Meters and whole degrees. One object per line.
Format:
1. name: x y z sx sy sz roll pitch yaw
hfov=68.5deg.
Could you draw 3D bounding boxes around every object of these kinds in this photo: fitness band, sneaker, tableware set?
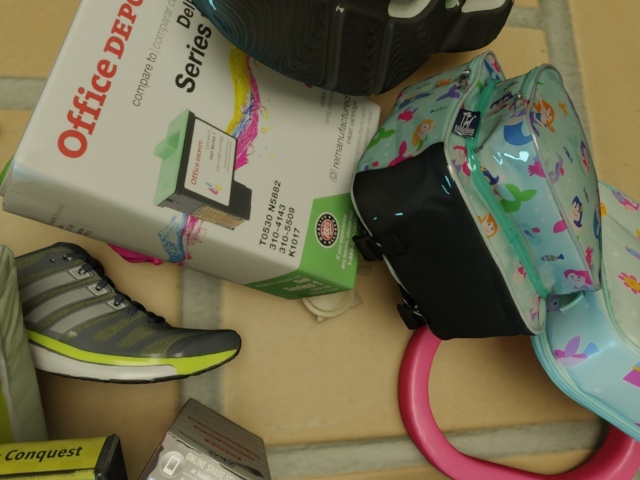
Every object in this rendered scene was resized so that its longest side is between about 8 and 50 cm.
1. fitness band: 0.232 0.182 0.534 0.290 0.054 0.209 16 77 -6
2. sneaker: 0.003 -0.272 0.473 0.257 0.169 0.447 31 37 29
3. tableware set: 0.000 0.000 0.542 0.169 0.020 0.141 46 70 4
4. sneaker: -0.222 0.067 0.447 0.299 0.111 0.121 11 73 -10

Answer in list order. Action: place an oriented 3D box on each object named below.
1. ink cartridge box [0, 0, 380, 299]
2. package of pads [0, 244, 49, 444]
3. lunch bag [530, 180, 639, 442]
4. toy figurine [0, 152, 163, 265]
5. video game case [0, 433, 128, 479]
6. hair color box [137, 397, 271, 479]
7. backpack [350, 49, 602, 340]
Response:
1. ink cartridge box: -0.094 -0.082 0.421 0.278 0.117 0.202 22 68 -31
2. package of pads: -0.338 0.140 0.341 0.229 0.101 0.297 3 112 -5
3. lunch bag: 0.332 0.069 0.498 0.224 0.108 0.279 30 42 -2
4. toy figurine: -0.195 -0.053 0.489 0.159 0.130 0.173 46 50 -13
5. video game case: -0.249 0.254 0.323 0.248 0.035 0.275 -2 114 -6
6. hair color box: -0.097 0.194 0.411 0.093 0.167 0.053 32 75 -3
7. backpack: 0.159 -0.059 0.465 0.225 0.191 0.254 54 36 -26
